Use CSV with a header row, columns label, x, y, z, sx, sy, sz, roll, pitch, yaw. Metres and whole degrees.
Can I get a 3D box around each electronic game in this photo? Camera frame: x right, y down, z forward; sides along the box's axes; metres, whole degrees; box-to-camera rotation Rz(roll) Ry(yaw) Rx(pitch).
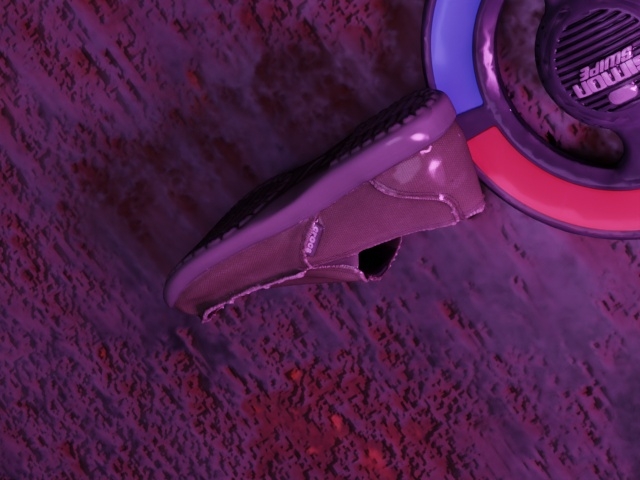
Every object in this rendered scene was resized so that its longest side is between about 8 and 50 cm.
label,x,y,z,sx,sy,sz,roll,pitch,yaw
electronic game,0.169,-0.108,1.041,0.229,0.048,0.229,7,113,17

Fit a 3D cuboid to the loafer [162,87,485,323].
label,x,y,z,sx,sy,sz,roll,pitch,yaw
loafer,0.000,0.000,1.112,0.251,0.094,0.087,-30,103,39
